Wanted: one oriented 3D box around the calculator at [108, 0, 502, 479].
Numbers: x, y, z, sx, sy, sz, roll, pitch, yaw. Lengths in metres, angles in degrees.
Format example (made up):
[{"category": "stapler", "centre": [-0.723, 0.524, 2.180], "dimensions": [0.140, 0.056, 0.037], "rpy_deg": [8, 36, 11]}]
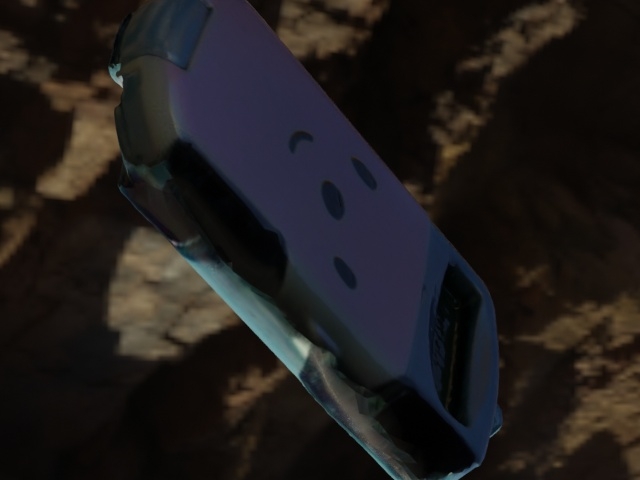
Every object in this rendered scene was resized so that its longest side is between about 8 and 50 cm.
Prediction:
[{"category": "calculator", "centre": [0.000, 0.000, 0.970], "dimensions": [0.051, 0.293, 0.173], "rpy_deg": [-31, -156, 24]}]
